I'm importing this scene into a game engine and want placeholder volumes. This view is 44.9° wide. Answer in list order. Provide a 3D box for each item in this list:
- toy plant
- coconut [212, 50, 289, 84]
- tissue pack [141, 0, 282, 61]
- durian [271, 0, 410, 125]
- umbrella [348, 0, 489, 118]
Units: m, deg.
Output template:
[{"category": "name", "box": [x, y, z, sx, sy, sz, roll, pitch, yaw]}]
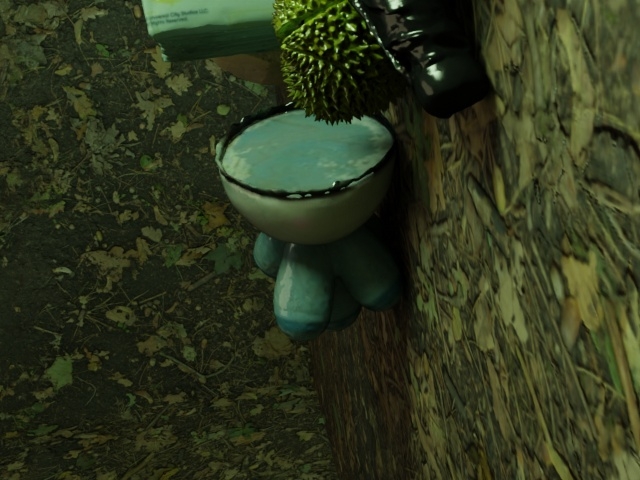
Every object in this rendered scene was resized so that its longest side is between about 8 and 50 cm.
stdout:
[{"category": "toy plant", "box": [0.000, 0.000, 1.057, 0.247, 0.247, 0.332, -106, 5, -53]}, {"category": "coconut", "box": [-0.083, -0.368, 1.215, 0.244, 0.239, 0.239, 146, 115, -84]}, {"category": "tissue pack", "box": [-0.105, -0.447, 1.012, 0.162, 0.288, 0.387, 168, 94, -81]}, {"category": "durian", "box": [0.031, -0.195, 0.775, 0.198, 0.146, 0.159, 56, -153, -53]}, {"category": "umbrella", "box": [0.025, -0.252, 0.634, 0.113, 0.106, 0.357, 2, -119, -62]}]
